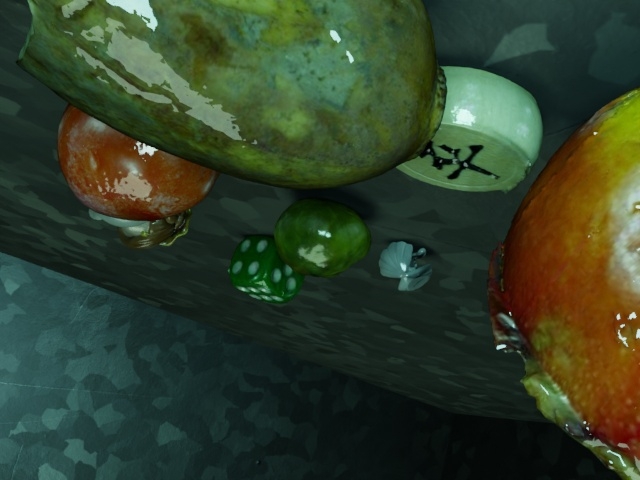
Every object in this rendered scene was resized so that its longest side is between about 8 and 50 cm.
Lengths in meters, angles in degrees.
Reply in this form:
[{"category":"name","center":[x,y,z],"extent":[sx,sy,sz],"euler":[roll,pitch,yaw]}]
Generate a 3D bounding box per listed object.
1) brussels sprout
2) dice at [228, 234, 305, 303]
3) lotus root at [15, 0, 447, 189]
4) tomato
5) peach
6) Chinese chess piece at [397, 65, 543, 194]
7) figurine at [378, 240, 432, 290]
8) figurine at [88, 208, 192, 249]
[{"category":"brussels sprout","center":[-0.002,-0.005,1.191],"extent":[0.162,0.143,0.181],"euler":[-14,168,-36]},{"category":"dice","center":[-0.118,0.066,1.522],"extent":[0.128,0.120,0.131],"euler":[2,156,40]},{"category":"lotus root","center":[-0.059,-0.170,0.595],"extent":[0.346,0.250,0.250],"euler":[19,162,-21]},{"category":"tomato","center":[-0.233,-0.134,0.883],"extent":[0.232,0.232,0.188],"euler":[6,135,30]},{"category":"peach","center":[0.341,0.049,0.615],"extent":[0.339,0.416,0.353],"euler":[27,161,-13]},{"category":"Chinese chess piece","center":[0.158,-0.122,0.785],"extent":[0.189,0.083,0.188],"euler":[14,165,4]},{"category":"figurine","center":[0.163,0.045,1.302],"extent":[0.094,0.086,0.082],"euler":[-44,147,22]},{"category":"figurine","center":[-0.340,-0.068,1.289],"extent":[0.190,0.142,0.263],"euler":[-9,160,1]}]
